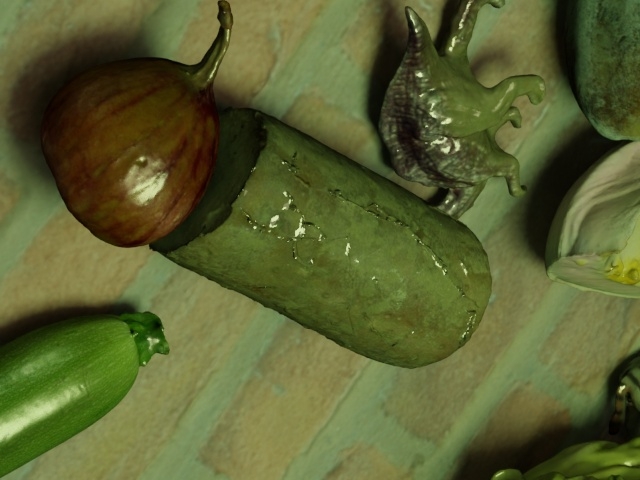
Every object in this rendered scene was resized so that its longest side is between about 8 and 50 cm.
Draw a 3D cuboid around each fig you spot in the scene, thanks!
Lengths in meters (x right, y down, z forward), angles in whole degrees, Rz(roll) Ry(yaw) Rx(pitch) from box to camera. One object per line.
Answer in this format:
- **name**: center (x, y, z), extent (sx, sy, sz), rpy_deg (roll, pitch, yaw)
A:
- **fig**: center (-0.149, -0.092, 1.641), extent (0.202, 0.149, 0.148), rpy_deg (-47, 125, -21)

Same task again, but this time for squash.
- **squash**: center (-0.305, 0.161, 1.670), extent (0.395, 0.107, 0.107), rpy_deg (-25, 119, -22)

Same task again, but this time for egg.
- **egg**: center (0.346, -0.034, 1.947), extent (0.271, 0.206, 0.162), rpy_deg (5, 76, -16)

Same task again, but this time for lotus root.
- **lotus root**: center (0.310, -0.254, 1.847), extent (0.140, 0.158, 0.322), rpy_deg (-4, 106, -23)

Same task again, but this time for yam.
- **yam**: center (0.000, 0.000, 1.753), extent (0.304, 0.168, 0.168), rpy_deg (27, 93, -36)

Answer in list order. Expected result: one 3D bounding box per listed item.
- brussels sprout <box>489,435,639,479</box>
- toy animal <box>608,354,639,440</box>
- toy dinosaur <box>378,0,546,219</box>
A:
- **brussels sprout**: center (0.296, 0.412, 1.995), extent (0.425, 0.342, 0.361), rpy_deg (34, 125, -27)
- **toy animal**: center (0.428, 0.151, 2.121), extent (0.255, 0.090, 0.170), rpy_deg (-43, 120, -13)
- **toy dinosaur**: center (0.132, -0.112, 1.841), extent (0.162, 0.077, 0.294), rpy_deg (-24, 120, -21)
